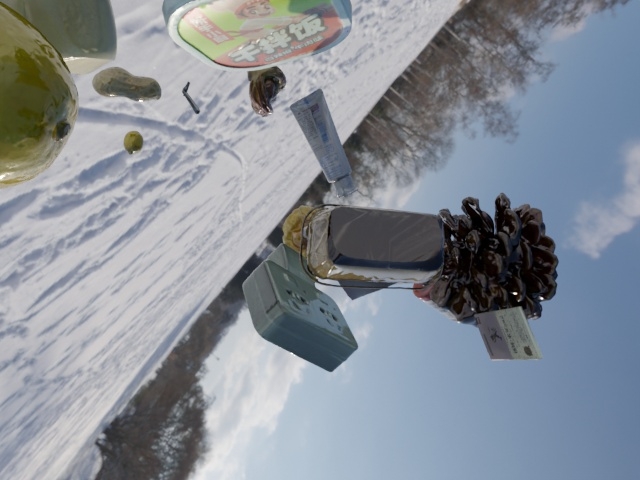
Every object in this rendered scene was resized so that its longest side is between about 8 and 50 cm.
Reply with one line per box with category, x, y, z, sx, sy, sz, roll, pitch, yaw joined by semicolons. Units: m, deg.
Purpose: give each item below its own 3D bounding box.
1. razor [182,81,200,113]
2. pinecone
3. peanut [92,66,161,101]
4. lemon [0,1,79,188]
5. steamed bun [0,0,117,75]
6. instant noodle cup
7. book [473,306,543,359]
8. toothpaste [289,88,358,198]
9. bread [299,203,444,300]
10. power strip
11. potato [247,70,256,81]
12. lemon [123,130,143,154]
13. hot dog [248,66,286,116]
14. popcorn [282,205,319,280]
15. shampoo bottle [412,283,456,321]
razor;-0.511;-0.551;1.715;0.033;0.190;0.066;3;132;-41
pinecone;0.460;0.051;1.255;0.398;0.397;0.398;-51;-173;9
peanut;-0.771;-0.623;1.751;0.123;0.256;0.124;-179;-90;-68
lemon;-0.588;-0.242;0.720;0.348;0.347;0.348;-51;-173;9
steamed bun;-0.615;-0.505;0.950;0.273;0.291;0.272;10;-147;40
instant noodle cup;-0.109;-0.467;0.669;0.293;0.308;0.294;-9;180;0
book;0.455;0.233;1.079;0.014;0.127;0.181;-16;170;-19
toothpaste;0.018;-0.267;1.247;0.113;0.300;0.073;-19;-169;32
bread;0.078;0.020;0.680;0.212;0.224;0.143;122;-28;-76
power strip;-0.069;0.139;0.915;0.141;0.229;0.261;-44;-142;12
potato;-0.281;-0.751;1.915;0.096;0.066;0.103;20;-117;37
lemon;-0.804;-0.419;1.883;0.082;0.081;0.111;143;-49;-65
hot dog;-0.199;-0.557;1.631;0.175;0.114;0.259;-61;-170;3
popcorn;-0.006;0.014;1.088;0.140;0.194;0.164;-31;150;-45
shampoo bottle;0.444;0.209;1.504;0.104;0.278;0.104;-40;-149;30
